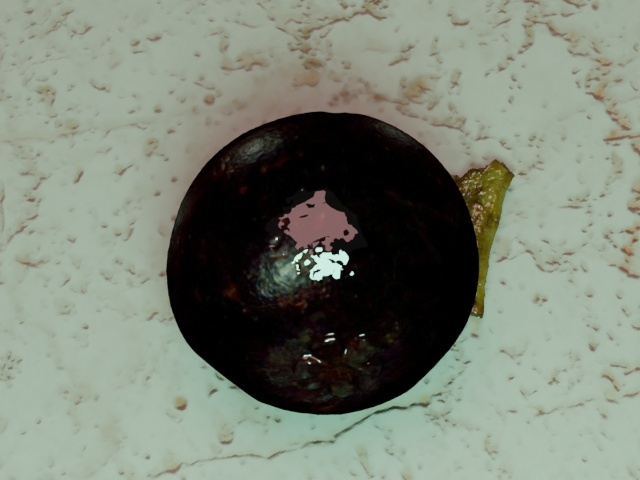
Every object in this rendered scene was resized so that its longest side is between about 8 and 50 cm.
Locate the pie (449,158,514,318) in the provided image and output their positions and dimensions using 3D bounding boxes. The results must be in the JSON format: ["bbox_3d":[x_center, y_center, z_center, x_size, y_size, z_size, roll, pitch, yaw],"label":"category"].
[{"bbox_3d":[0.142,-0.010,1.680,0.092,0.034,0.170,15,71,10],"label":"pie"}]

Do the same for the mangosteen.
[{"bbox_3d":[0.011,0.010,1.550,0.297,0.297,0.313,17,36,13],"label":"mangosteen"}]
